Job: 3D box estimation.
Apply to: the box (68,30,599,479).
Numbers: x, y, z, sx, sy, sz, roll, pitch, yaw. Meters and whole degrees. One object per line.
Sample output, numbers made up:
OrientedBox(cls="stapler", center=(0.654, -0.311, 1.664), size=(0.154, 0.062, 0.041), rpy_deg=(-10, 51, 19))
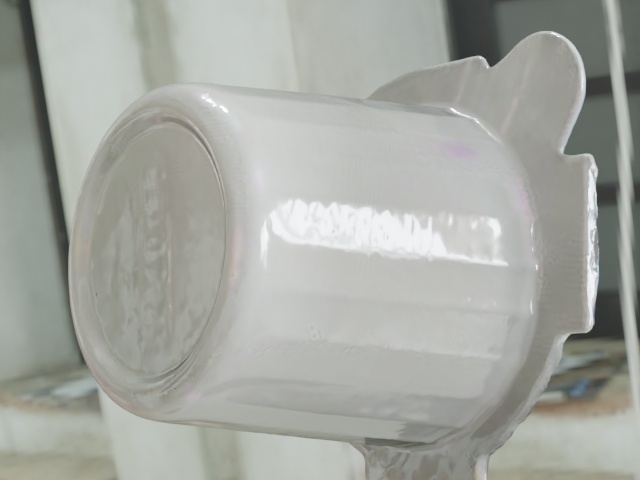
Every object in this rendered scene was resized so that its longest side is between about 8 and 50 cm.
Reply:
OrientedBox(cls="box", center=(0.000, 0.000, 0.853), size=(0.206, 0.262, 0.291), rpy_deg=(5, -48, -39))
